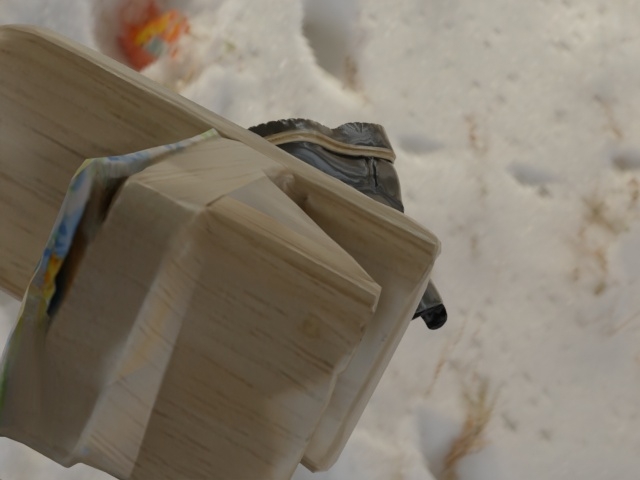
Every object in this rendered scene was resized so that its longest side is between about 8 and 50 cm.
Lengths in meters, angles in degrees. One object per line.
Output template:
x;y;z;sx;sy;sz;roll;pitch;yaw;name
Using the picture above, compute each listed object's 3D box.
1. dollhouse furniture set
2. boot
-0.203;0.130;0.331;0.256;0.394;0.362;28;18;9;dollhouse furniture set
0.000;0.000;1.060;0.198;0.077;0.137;-10;73;-46;boot
